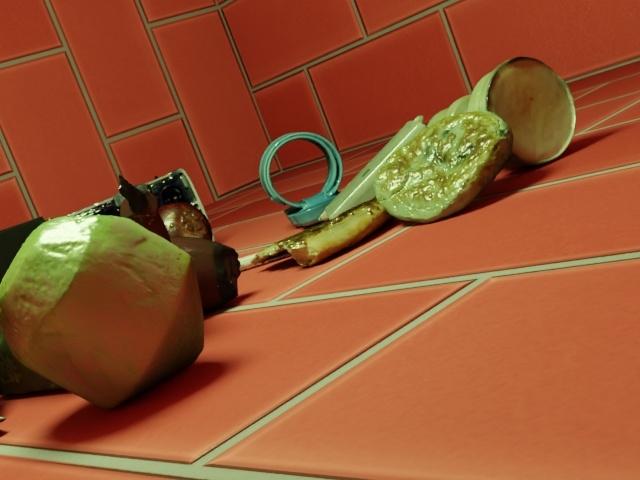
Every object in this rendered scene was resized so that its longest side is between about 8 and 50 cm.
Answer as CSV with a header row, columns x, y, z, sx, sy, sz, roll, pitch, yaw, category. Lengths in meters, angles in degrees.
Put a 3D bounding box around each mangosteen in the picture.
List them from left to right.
x,y,z,sx,sy,sz,roll,pitch,yaw,category
-0.327,-0.005,2.070,0.181,0.146,0.156,-14,13,44,mangosteen

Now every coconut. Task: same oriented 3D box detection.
x,y,z,sx,sy,sz,roll,pitch,yaw,category
-0.233,0.077,1.049,0.236,0.236,0.204,-20,31,9,coconut

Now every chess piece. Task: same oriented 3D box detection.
x,y,z,sx,sy,sz,roll,pitch,yaw,category
0.293,-0.200,1.709,0.182,0.182,0.330,-24,3,-21,chess piece

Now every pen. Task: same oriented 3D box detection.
x,y,z,sx,sy,sz,roll,pitch,yaw,category
-0.126,0.038,1.688,0.204,0.025,0.025,-17,9,26,pen

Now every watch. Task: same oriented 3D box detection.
x,y,z,sx,sy,sz,roll,pitch,yaw,category
-0.027,-0.138,2.010,0.211,0.193,0.211,-22,9,4,watch

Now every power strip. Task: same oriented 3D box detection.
x,y,z,sx,sy,sz,roll,pitch,yaw,category
0.105,-0.119,1.741,0.270,0.046,0.118,-46,10,3,power strip

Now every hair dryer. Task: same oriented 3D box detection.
x,y,z,sx,sy,sz,roll,pitch,yaw,category
-0.281,0.009,1.310,0.312,0.123,0.340,-4,-28,2,hair dryer

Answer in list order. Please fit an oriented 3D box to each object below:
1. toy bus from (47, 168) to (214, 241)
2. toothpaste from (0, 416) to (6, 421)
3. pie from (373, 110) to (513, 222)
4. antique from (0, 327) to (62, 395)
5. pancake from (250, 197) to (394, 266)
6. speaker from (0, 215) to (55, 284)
x,y,z,sx,sy,sz,roll,pitch,yaw,category
-0.498,0.006,2.238,0.440,0.209,0.249,-26,7,-19,toy bus
-0.474,0.253,1.071,0.239,0.039,0.062,-24,-1,-36,toothpaste
0.193,-0.118,1.490,0.240,0.054,0.240,-27,33,20,pie
-0.364,0.137,1.306,0.284,0.150,0.125,-25,0,45,antique
0.000,0.000,1.571,0.244,0.057,0.266,-24,1,31,pancake
-0.585,0.101,1.709,0.184,0.232,0.254,-14,11,36,speaker
